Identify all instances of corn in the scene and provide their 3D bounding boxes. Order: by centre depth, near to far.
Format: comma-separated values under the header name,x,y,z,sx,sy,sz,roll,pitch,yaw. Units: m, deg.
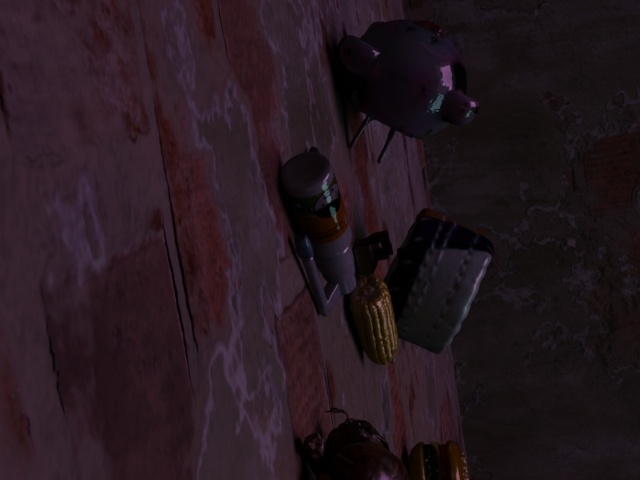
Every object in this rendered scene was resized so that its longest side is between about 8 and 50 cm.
name,x,y,z,sx,sy,sz,roll,pitch,yaw
corn,0.082,0.123,1.553,0.165,0.063,0.085,74,4,-48

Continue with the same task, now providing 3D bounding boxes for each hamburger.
name,x,y,z,sx,sy,sz,roll,pitch,yaw
hamburger,0.223,0.454,1.938,0.162,0.115,0.161,-7,90,-81

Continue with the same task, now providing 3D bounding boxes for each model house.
name,x,y,z,sx,sy,sz,roll,pitch,yaw
model house,0.087,0.023,1.669,0.083,0.057,0.058,-66,143,-74

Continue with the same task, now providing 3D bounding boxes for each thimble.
name,x,y,z,sx,sy,sz,roll,pitch,yaw
thimble,0.181,0.073,1.718,0.237,0.150,0.237,-64,176,-7

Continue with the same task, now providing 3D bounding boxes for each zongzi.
name,x,y,z,sx,sy,sz,roll,pitch,yaw
zongzi,0.034,0.312,1.170,0.184,0.084,0.187,-48,123,-53

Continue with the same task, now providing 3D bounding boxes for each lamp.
name,x,y,z,sx,sy,sz,roll,pitch,yaw
lamp,0.127,-0.259,1.767,0.247,0.247,0.301,-59,-173,8

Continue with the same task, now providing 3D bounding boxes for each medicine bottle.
name,x,y,z,sx,sy,sz,roll,pitch,yaw
medicine bottle,0.000,0.000,1.231,0.092,0.061,0.220,-61,151,-30

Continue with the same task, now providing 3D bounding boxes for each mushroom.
name,x,y,z,sx,sy,sz,roll,pitch,yaw
mushroom,0.036,0.272,1.098,0.135,0.080,0.170,-46,109,-33

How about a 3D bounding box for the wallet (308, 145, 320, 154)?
name,x,y,z,sx,sy,sz,roll,pitch,yaw
wallet,0.000,-0.055,1.328,0.129,0.026,0.088,-86,165,-49
